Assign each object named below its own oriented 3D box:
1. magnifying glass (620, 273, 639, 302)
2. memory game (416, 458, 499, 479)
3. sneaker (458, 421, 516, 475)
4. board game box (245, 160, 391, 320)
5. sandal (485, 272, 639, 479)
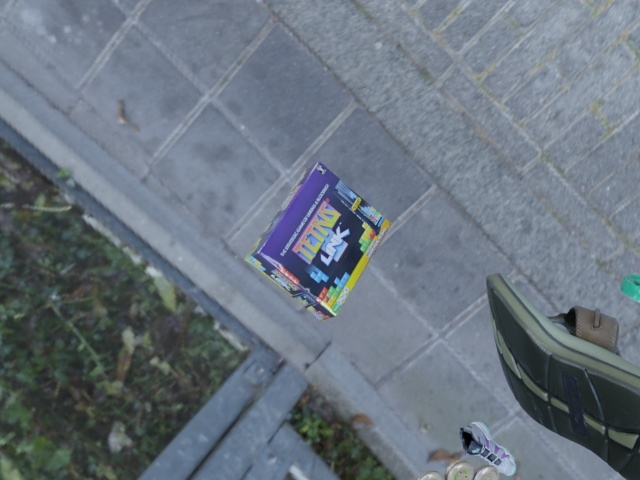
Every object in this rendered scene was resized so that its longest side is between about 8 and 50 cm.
[{"bbox_3d":[0.508,0.091,1.187,0.231,0.092,0.026,15,106,-5],"label":"magnifying glass"},{"bbox_3d":[0.157,0.349,1.086,0.186,0.012,0.186,-7,110,-19],"label":"memory game"},{"bbox_3d":[0.243,0.318,1.345,0.098,0.069,0.038,46,120,32],"label":"sneaker"},{"bbox_3d":[0.000,0.000,1.233,0.141,0.170,0.048,40,152,-16],"label":"board game box"},{"bbox_3d":[0.238,0.116,0.778,0.086,0.303,0.120,-22,118,-17],"label":"sandal"}]
